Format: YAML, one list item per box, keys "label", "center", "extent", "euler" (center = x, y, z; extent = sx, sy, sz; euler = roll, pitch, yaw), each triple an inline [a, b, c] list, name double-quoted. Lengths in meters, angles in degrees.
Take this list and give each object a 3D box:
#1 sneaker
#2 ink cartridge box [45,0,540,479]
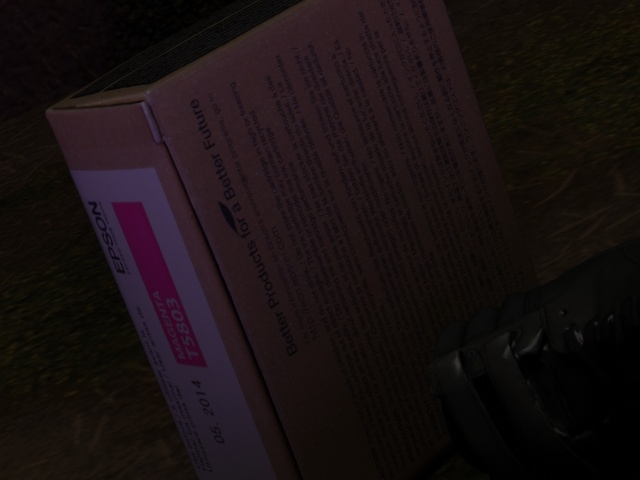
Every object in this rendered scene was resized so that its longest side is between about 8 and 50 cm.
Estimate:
- label: "sneaker"
  center: [0.125, 0.055, 0.711]
  extent: [0.147, 0.104, 0.296]
  euler: [-30, -1, -3]
- label: "ink cartridge box"
  center: [0.000, 0.000, 0.853]
  extent: [0.193, 0.234, 0.088]
  euler: [-33, 22, -36]
